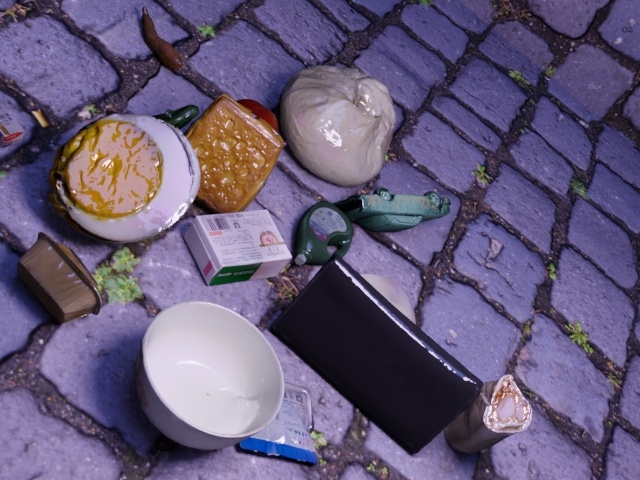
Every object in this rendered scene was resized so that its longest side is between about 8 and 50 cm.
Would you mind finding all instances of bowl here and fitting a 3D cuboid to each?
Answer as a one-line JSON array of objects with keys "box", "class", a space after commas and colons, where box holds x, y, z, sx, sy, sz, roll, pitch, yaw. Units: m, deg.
[{"box": [-0.215, 0.257, 1.612, 0.277, 0.145, 0.277, 21, 43, -21], "class": "bowl"}]

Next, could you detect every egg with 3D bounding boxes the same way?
[{"box": [-0.394, -0.104, 1.806, 0.264, 0.174, 0.286, 44, 64, 2], "class": "egg"}, {"box": [0.123, 0.166, 1.960, 0.270, 0.162, 0.206, 5, 49, -35], "class": "egg"}]

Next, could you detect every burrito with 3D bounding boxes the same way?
[{"box": [0.344, 0.371, 1.897, 0.105, 0.299, 0.143, 18, 70, -4], "class": "burrito"}]

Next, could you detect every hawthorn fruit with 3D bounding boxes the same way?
[{"box": [-0.188, -0.243, 2.104, 0.188, 0.169, 0.169, -21, 68, -43], "class": "hawthorn fruit"}]

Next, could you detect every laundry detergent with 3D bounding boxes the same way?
[{"box": [0.000, 0.000, 2.100, 0.137, 0.063, 0.211, 43, 38, -7], "class": "laundry detergent"}]

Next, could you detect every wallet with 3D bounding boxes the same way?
[{"box": [0.112, 0.234, 1.837, 0.406, 0.228, 0.062, 42, 26, 2], "class": "wallet"}]

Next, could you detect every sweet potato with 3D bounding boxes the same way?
[{"box": [-0.408, -0.502, 2.263, 0.050, 0.050, 0.214, -12, 57, -45], "class": "sweet potato"}]

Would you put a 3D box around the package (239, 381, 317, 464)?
[{"box": [-0.085, 0.341, 1.733, 0.171, 0.027, 0.173, 21, 43, -28], "class": "package"}]

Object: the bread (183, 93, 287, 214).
[{"box": [-0.208, -0.184, 1.983, 0.210, 0.235, 0.099, 36, 9, -12], "class": "bread"}]

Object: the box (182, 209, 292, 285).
[{"box": [-0.176, 0.014, 1.930, 0.199, 0.081, 0.135, -7, 59, -41], "class": "box"}]

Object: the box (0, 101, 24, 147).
[{"box": [-0.687, -0.282, 1.828, 0.218, 0.039, 0.055, 50, 41, 12], "class": "box"}]

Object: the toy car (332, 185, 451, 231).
[{"box": [0.177, -0.073, 2.267, 0.320, 0.141, 0.097, 1, 80, -39], "class": "toy car"}]

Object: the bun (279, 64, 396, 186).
[{"box": [0.054, -0.321, 2.332, 0.361, 0.213, 0.361, 23, 43, -23], "class": "bun"}]

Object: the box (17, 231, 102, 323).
[{"box": [-0.467, 0.068, 1.625, 0.177, 0.111, 0.111, 47, 39, 8], "class": "box"}]

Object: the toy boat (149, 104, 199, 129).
[{"box": [-0.359, -0.255, 1.969, 0.104, 0.210, 0.052, -59, 134, -60], "class": "toy boat"}]
